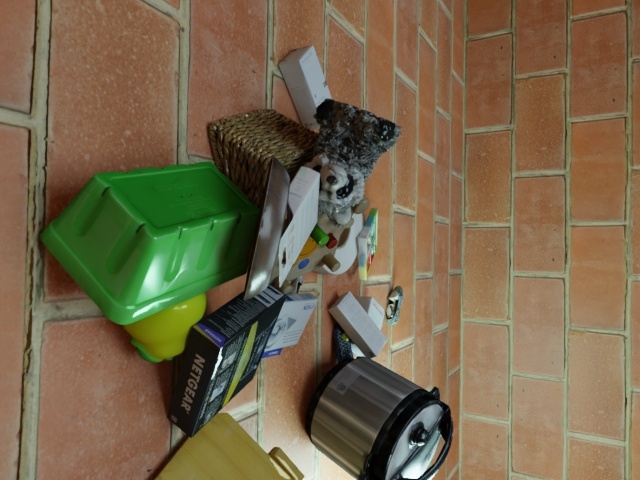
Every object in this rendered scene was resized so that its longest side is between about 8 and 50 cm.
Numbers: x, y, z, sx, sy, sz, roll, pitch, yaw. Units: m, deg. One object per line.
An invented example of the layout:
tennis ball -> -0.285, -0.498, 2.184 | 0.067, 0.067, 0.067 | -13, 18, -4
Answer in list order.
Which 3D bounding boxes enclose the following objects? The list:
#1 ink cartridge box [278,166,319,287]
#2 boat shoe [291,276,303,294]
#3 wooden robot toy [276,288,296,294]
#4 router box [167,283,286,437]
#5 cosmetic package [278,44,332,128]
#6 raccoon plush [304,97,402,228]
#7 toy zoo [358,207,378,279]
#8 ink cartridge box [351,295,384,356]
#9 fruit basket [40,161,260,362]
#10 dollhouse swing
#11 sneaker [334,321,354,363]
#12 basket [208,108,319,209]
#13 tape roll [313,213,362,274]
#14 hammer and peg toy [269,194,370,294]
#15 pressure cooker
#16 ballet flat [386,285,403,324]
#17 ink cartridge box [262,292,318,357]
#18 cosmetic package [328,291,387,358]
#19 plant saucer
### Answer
ink cartridge box -> -0.067, -0.031, 1.117 | 0.181, 0.056, 0.224 | 95, 20, -52
boat shoe -> -0.070, 0.134, 1.558 | 0.035, 0.035, 0.100 | 56, 45, -44
wooden robot toy -> -0.118, 0.148, 1.449 | 0.173, 0.076, 0.079 | 14, 67, -59
router box -> -0.215, 0.268, 1.120 | 0.243, 0.081, 0.308 | -35, 153, -55
cosmetic package -> -0.038, -0.489, 1.562 | 0.117, 0.086, 0.231 | -62, 141, -40
raccoon plush -> 0.093, -0.199, 1.353 | 0.446, 0.216, 0.299 | -6, 120, -65
toy zoo -> 0.187, 0.021, 1.916 | 0.293, 0.030, 0.192 | -63, 155, -54
ink cartridge box -> 0.174, 0.342, 1.931 | 0.148, 0.086, 0.203 | 51, 48, -46
fruit basket -> -0.325, 0.053, 0.975 | 0.392, 0.283, 0.392 | -43, 165, -14
dollhouse swing -> -0.267, 0.665, 1.202 | 0.347, 0.305, 0.315 | -49, 172, -49
sneaker -> 0.082, 0.401, 1.812 | 0.069, 0.082, 0.209 | -6, 79, -19
basket -> -0.157, -0.214, 1.351 | 0.299, 0.223, 0.213 | -40, 157, -53
tape roll -> 0.036, -0.073, 1.705 | 0.392, 0.072, 0.392 | 0, 90, -60
hammer and peg toy -> 0.000, 0.000, 1.401 | 0.361, 0.127, 0.266 | -23, 144, -33
pressure cooker -> 0.206, 0.622, 1.591 | 0.375, 0.420, 0.369 | 20, 90, -50
ballet flat -> 0.340, 0.292, 2.245 | 0.070, 0.070, 0.188 | 41, 52, -52
ink cartridge box -> -0.119, 0.256, 1.371 | 0.223, 0.045, 0.224 | 6, 113, -60
cosmetic package -> 0.139, 0.313, 1.789 | 0.239, 0.060, 0.099 | 53, 47, -5
plant saucer -> -0.113, -0.022, 1.033 | 0.310, 0.050, 0.310 | -168, -90, -82
